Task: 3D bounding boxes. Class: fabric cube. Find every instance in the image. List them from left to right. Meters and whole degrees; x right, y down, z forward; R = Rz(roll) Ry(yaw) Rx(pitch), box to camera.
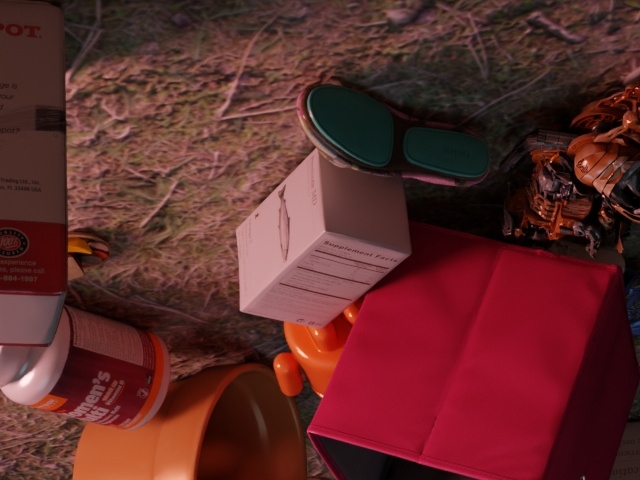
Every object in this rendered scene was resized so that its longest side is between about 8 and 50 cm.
[{"bbox_3d":[0.174,0.169,1.655,0.259,0.258,0.254,13,153,24],"label":"fabric cube"}]

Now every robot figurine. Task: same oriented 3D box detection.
[{"bbox_3d":[0.033,0.114,1.798,0.128,0.158,0.219,19,158,21],"label":"robot figurine"}]

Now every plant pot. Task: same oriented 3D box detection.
[{"bbox_3d":[-0.169,0.295,1.957,0.203,0.291,0.291,-1,155,27],"label":"plant pot"}]

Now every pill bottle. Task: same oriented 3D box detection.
[{"bbox_3d":[-0.288,0.135,1.781,0.221,0.121,0.121,21,141,-39],"label":"pill bottle"}]

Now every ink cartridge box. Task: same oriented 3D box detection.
[{"bbox_3d":[-0.311,-0.060,1.288,0.197,0.273,0.114,3,153,-15],"label":"ink cartridge box"}]

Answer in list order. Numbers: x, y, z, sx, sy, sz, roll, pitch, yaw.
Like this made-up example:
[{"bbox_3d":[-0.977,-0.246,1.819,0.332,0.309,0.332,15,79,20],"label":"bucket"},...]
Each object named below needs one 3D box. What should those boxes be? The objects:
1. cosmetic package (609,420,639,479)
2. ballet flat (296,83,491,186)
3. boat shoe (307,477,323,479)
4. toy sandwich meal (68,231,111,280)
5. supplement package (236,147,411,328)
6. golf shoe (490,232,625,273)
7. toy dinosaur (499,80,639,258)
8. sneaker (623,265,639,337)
[{"bbox_3d":[0.371,0.509,2.280,0.329,0.394,0.327,-5,150,1],"label":"cosmetic package"},{"bbox_3d":[0.059,-0.092,1.509,0.221,0.077,0.079,12,165,-30],"label":"ballet flat"},{"bbox_3d":[-0.066,0.398,2.339,0.170,0.063,0.059,-9,144,5],"label":"boat shoe"},{"bbox_3d":[-0.264,0.020,1.677,0.085,0.029,0.085,-4,150,-3],"label":"toy sandwich meal"},{"bbox_3d":[0.000,0.000,1.613,0.105,0.105,0.179,14,144,-27],"label":"supplement package"},{"bbox_3d":[0.250,0.028,1.745,0.186,0.067,0.086,-3,149,-4],"label":"golf shoe"},{"bbox_3d":[0.301,-0.065,1.527,0.218,0.164,0.322,22,165,-15],"label":"toy dinosaur"},{"bbox_3d":[0.288,0.079,1.849,0.221,0.083,0.087,-18,135,11],"label":"sneaker"}]
